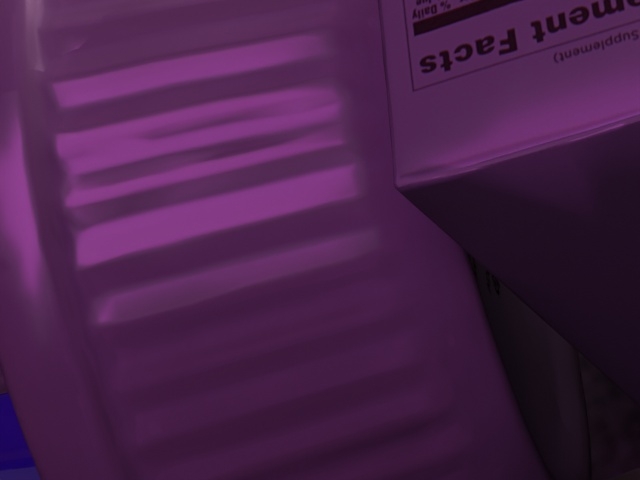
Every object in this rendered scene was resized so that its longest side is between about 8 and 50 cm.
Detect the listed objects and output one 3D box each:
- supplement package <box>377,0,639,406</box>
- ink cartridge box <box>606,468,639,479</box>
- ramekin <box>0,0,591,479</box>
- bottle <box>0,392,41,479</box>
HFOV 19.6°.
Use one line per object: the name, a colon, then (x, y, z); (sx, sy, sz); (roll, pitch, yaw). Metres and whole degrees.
supplement package: (0.157, -0.055, 0.534); (0.204, 0.262, 0.145); (-16, 62, 22)
ink cartridge box: (0.047, 0.204, 0.594); (0.171, 0.056, 0.235); (-25, 61, 31)
ramekin: (0.000, 0.000, 0.602); (0.127, 0.273, 0.273); (-14, 63, 13)
bottle: (-0.087, 0.194, 0.664); (0.118, 0.092, 0.283); (-9, 65, 27)
